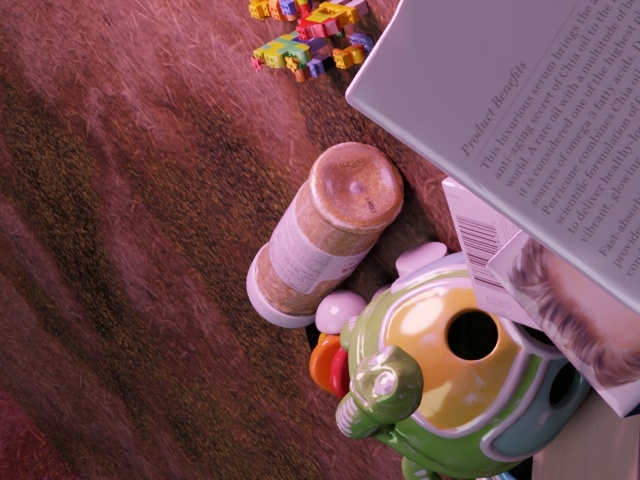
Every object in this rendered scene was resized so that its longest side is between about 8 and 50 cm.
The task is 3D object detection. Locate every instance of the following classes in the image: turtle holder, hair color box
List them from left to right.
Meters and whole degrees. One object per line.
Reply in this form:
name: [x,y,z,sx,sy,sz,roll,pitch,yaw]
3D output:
turtle holder: [0.147,0.113,1.850,0.227,0.320,0.243,-42,44,44]
hair color box: [0.318,-0.037,1.395,0.347,0.105,0.174,-48,70,18]

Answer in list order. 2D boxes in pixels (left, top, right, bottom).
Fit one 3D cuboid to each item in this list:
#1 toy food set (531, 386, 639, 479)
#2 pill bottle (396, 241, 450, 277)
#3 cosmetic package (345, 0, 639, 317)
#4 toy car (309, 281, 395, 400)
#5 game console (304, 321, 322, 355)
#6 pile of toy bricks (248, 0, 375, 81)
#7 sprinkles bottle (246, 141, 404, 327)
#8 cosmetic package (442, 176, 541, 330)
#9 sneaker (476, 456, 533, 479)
toy food set: [0.316,0.287,1.877,0.220,0.092,0.306,155,123,-65]
pill bottle: [0.142,0.076,2.123,0.078,0.078,0.137,18,135,54]
cosmetic package: [0.270,-0.068,1.269,0.453,0.161,0.230,39,105,22]
toy car: [0.071,0.149,2.227,0.182,0.136,0.159,-9,115,25]
game console: [0.013,0.136,2.507,0.107,0.071,0.122,6,132,22]
pile of toy bricks: [-0.033,-0.229,2.057,0.212,0.105,0.118,21,137,53]
sprinkles bottle: [0.000,0.000,2.242,0.121,0.121,0.355,53,155,9]
cosmetic package: [0.246,-0.022,1.692,0.151,0.184,0.151,19,135,53]
sneaker: [0.208,0.181,2.051,0.110,0.107,0.275,147,101,-78]
